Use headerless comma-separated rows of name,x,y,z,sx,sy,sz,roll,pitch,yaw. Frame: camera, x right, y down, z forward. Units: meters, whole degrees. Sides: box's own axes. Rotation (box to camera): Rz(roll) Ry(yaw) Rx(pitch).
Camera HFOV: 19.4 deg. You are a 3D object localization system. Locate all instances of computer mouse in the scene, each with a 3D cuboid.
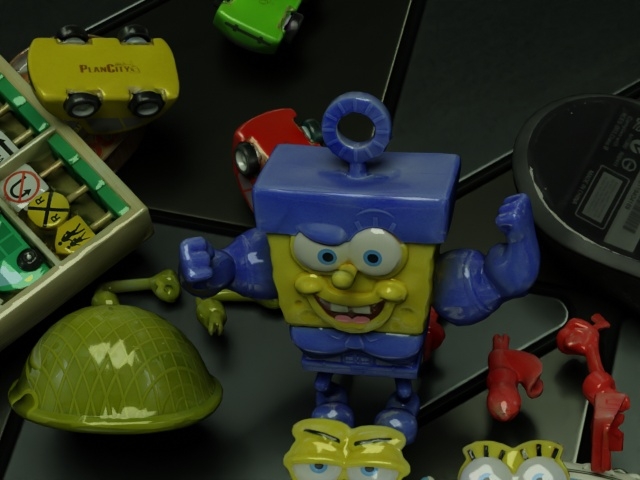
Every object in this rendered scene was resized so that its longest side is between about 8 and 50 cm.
computer mouse,0.235,0.013,1.163,0.272,0.072,0.188,33,66,8

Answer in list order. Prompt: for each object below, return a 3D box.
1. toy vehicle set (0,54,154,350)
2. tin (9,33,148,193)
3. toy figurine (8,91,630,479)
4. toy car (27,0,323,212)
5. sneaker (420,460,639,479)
toy vehicle set,-0.254,-0.048,1.216,0.166,0.035,0.267,-39,65,-15
tin,-0.193,-0.058,1.256,0.106,0.040,0.190,31,69,24
toy figurine,0.000,0.000,1.068,0.362,0.217,0.191,6,35,11
toy car,-0.058,-0.117,1.252,0.239,0.053,0.225,27,53,-4
sneaker,0.166,0.157,1.075,0.237,0.085,0.086,-7,64,0
